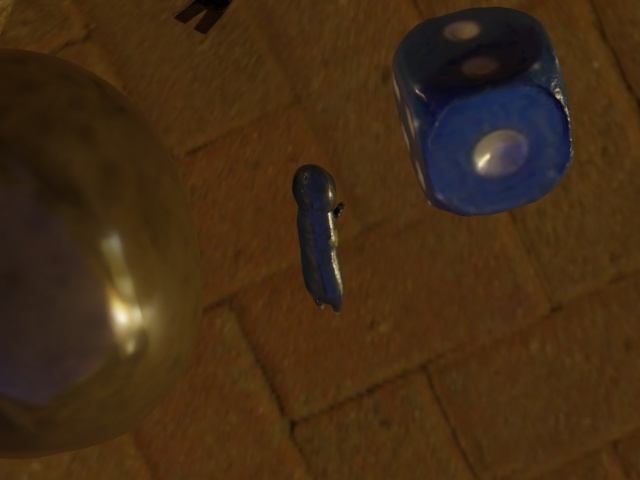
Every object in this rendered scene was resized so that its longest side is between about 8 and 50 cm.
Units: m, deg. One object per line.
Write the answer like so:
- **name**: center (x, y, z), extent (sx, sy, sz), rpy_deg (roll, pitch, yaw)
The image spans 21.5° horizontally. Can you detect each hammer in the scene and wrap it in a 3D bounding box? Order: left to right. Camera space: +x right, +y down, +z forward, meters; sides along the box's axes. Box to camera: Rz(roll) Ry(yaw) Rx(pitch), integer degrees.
- **hammer**: center (-0.108, -0.281, 1.634), extent (0.037, 0.290, 0.137), rpy_deg (28, 98, -19)

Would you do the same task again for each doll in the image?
- **doll**: center (0.000, 0.000, 1.253), extent (0.037, 0.027, 0.125), rpy_deg (17, 126, 37)

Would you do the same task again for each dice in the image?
- **dice**: center (0.144, -0.118, 1.519), extent (0.143, 0.146, 0.146), rpy_deg (-12, 130, 1)

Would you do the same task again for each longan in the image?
- **longan**: center (-0.270, 0.013, 1.469), extent (0.361, 0.361, 0.361), rpy_deg (1, 106, 3)

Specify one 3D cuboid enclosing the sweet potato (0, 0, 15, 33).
- **sweet potato**: center (-0.299, -0.288, 1.232), extent (0.158, 0.158, 0.370), rpy_deg (-20, 72, 9)
